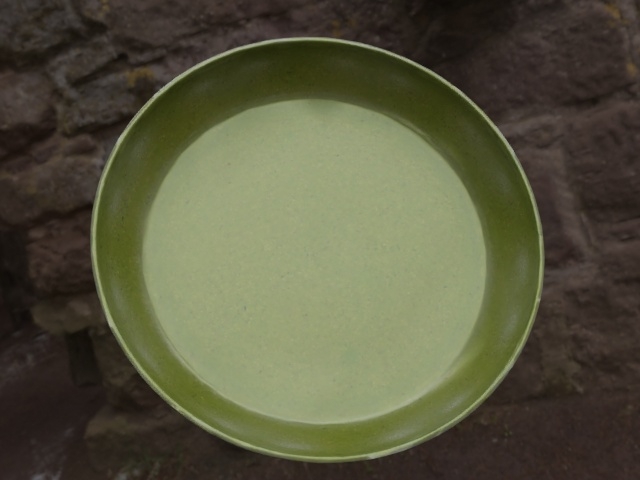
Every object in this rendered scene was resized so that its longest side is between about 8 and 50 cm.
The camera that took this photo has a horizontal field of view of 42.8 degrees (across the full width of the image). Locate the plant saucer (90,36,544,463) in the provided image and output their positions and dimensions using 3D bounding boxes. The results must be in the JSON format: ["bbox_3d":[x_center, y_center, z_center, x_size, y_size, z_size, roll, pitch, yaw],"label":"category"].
[{"bbox_3d":[0.000,0.000,0.447,0.240,0.241,0.037,-24,-17,-15],"label":"plant saucer"}]
